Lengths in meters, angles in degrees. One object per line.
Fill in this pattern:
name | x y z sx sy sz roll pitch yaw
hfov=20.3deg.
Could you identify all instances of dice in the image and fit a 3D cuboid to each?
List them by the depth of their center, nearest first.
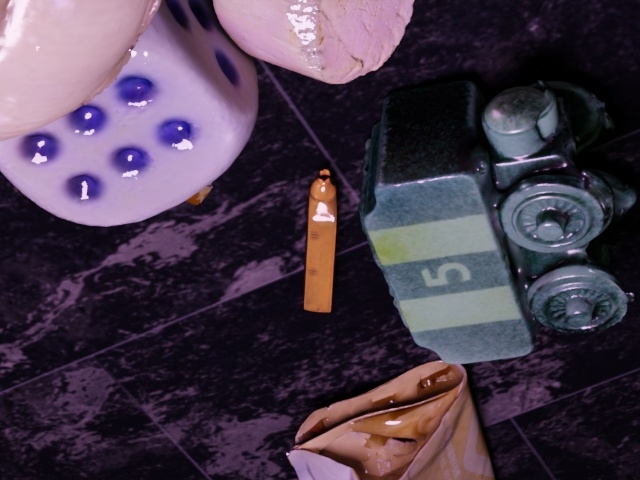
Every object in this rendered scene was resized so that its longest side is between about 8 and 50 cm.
dice | -0.172 -0.141 1.453 0.193 0.192 0.194 -25 135 18

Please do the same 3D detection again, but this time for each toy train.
toy train | 0.166 -0.022 1.650 0.238 0.167 0.299 -8 135 15

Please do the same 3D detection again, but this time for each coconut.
coconut | -0.013 -0.207 1.435 0.147 0.152 0.147 -24 127 -35

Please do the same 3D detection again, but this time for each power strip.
power strip | 0.000 0.000 1.718 0.028 0.049 0.178 2 135 -2

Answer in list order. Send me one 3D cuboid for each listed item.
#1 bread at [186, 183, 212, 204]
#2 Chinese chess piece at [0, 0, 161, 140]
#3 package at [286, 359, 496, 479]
bread | -0.141 -0.063 1.646 0.083 0.036 0.047 23 131 -24
Chinese chess piece | -0.256 -0.234 1.249 0.140 0.338 0.338 -10 149 -50
package | 0.075 0.287 1.973 0.165 0.221 0.311 20 148 31
